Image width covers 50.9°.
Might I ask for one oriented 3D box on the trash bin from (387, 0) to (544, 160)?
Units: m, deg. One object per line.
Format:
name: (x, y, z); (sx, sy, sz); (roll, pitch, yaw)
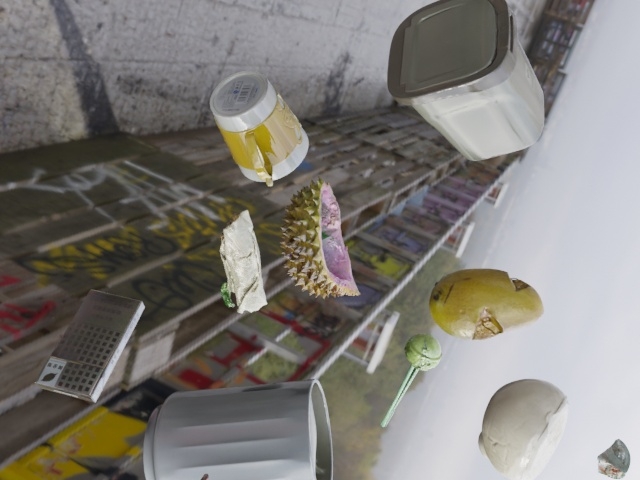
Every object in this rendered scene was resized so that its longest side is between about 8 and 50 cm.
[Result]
trash bin: (0.281, -0.286, 1.236); (0.250, 0.219, 0.219); (38, 52, -43)

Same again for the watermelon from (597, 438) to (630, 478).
watermelon: (0.608, 0.453, 1.408); (0.085, 0.061, 0.085); (-160, -90, -77)

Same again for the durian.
durian: (-0.013, 0.002, 1.438); (0.186, 0.154, 0.260); (95, -18, -82)

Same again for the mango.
mango: (0.390, 0.150, 1.593); (0.130, 0.262, 0.167); (51, 32, -73)

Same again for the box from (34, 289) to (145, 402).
box: (-0.664, 0.300, 1.960); (0.047, 0.180, 0.325); (85, 20, -51)

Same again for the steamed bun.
steamed bun: (0.368, 0.344, 1.242); (0.177, 0.131, 0.228); (-48, 147, -22)

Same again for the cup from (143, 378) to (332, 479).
cup: (-0.151, 0.443, 1.305); (0.237, 0.327, 0.322); (62, 21, -68)

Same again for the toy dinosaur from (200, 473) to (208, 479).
toy dinosaur: (-0.126, 0.475, 0.844); (0.113, 0.327, 0.206); (-14, 132, -23)

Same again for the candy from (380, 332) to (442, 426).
candy: (0.228, 0.386, 1.809); (0.092, 0.093, 0.335); (-113, -140, -52)

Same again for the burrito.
burrito: (-0.234, 0.075, 2.018); (0.117, 0.076, 0.392); (-18, 134, -14)

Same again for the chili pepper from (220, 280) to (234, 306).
chili pepper: (-0.299, 0.172, 2.153); (0.034, 0.030, 0.091); (-12, 99, -27)

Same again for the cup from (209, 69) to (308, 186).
cup: (-0.144, -0.248, 1.567); (0.226, 0.185, 0.241); (59, 18, -51)
